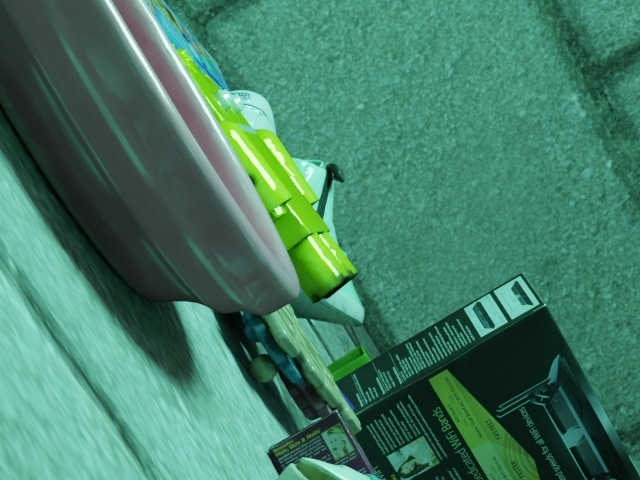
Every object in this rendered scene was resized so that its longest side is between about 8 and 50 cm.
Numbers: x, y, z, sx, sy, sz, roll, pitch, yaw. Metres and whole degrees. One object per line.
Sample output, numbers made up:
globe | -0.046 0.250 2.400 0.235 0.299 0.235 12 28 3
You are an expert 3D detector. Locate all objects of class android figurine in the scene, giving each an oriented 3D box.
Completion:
android figurine | -0.063 -0.065 1.608 0.273 0.056 0.248 54 6 5

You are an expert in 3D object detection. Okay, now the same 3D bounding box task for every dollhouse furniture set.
dollhouse furniture set | 0.059 0.192 1.897 0.152 0.058 0.076 59 2 -13

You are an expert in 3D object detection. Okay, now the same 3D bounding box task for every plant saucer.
plant saucer | -0.128 -0.091 1.037 0.332 0.084 0.332 59 1 -2

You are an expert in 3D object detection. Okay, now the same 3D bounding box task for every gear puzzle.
gear puzzle | -0.081 0.011 1.421 0.339 0.044 0.175 58 2 40

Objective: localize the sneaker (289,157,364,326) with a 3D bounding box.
sneaker | 0.000 0.000 1.842 0.256 0.094 0.151 51 48 -67

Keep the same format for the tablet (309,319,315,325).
tablet | -0.031 0.069 2.223 0.054 0.006 0.083 61 3 39

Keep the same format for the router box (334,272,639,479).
router box | 0.179 0.222 1.809 0.309 0.243 0.081 59 2 -27

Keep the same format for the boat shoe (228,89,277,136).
boat shoe | -0.066 -0.046 1.884 0.258 0.095 0.084 64 14 -49

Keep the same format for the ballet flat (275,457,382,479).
ballet flat | 0.009 0.156 0.946 0.087 0.083 0.247 45 0 1

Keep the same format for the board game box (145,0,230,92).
board game box | -0.172 -0.215 1.900 0.210 0.047 0.160 49 8 -34

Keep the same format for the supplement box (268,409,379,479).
supplement box | 0.010 0.163 1.166 0.083 0.055 0.043 61 1 17
